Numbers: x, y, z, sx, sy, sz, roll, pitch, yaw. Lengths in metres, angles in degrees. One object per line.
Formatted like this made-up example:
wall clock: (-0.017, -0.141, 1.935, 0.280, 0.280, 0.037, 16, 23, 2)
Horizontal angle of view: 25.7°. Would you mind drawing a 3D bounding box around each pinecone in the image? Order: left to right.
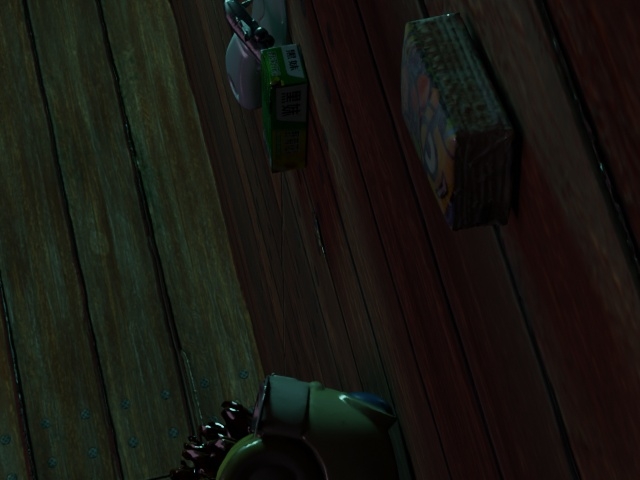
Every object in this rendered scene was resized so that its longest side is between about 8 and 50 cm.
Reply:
pinecone: (-0.051, 0.251, 1.468, 0.221, 0.221, 0.221, 167, 90, -83)

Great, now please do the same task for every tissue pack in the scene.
tissue pack: (0.061, -0.054, 0.641, 0.063, 0.035, 0.083, 85, 169, -48)

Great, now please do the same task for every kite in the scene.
kite: (-0.001, -0.006, 1.392, 0.078, 0.002, 0.044, -115, 14, -67)

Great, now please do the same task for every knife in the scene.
knife: (-0.055, -0.203, 1.362, 0.331, 0.044, 0.080, 117, 132, -73)

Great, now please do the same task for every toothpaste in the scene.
toothpaste: (-0.034, -0.120, 1.315, 0.178, 0.037, 0.043, 94, 166, -67)

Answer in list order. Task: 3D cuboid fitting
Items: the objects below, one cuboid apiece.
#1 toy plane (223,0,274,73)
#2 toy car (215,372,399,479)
toy plane: (-0.064, -0.192, 1.302, 0.083, 0.031, 0.078, 63, -172, 12)
toy car: (0.003, 0.299, 1.214, 0.242, 0.226, 0.336, 117, 166, -81)
